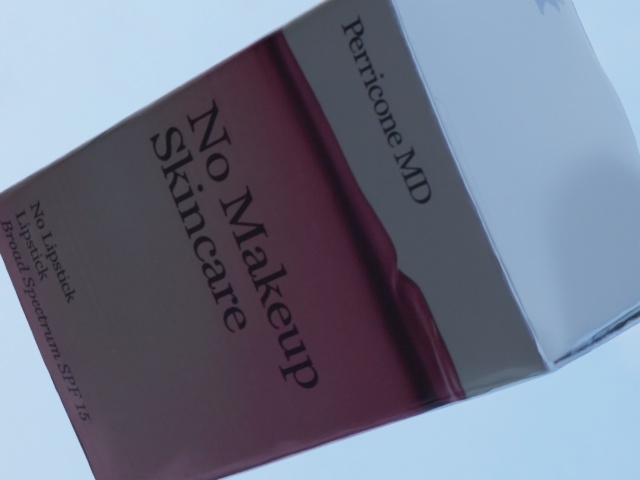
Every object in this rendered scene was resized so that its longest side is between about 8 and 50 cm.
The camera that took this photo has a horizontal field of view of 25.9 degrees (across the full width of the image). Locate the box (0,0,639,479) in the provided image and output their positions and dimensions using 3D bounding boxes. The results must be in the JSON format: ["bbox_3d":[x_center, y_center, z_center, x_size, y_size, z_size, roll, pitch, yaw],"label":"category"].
[{"bbox_3d":[0.000,0.000,0.559,0.232,0.127,0.148,-25,-92,39],"label":"box"}]
